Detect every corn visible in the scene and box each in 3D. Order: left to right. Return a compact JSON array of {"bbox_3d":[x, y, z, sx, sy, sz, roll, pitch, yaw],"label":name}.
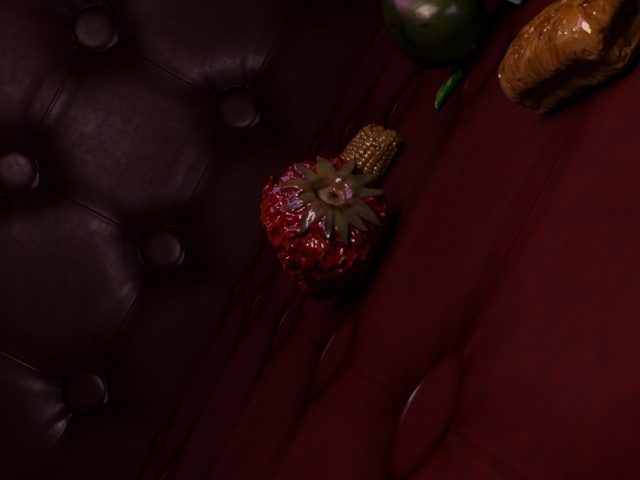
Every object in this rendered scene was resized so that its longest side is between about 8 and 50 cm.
[{"bbox_3d":[0.041,-0.090,1.876,0.293,0.106,0.106,-58,10,19],"label":"corn"}]

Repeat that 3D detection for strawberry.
[{"bbox_3d":[0.000,0.000,1.608,0.244,0.205,0.205,106,-176,-52],"label":"strawberry"}]

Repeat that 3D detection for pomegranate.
[{"bbox_3d":[0.210,-0.379,1.647,0.225,0.187,0.187,-28,19,13],"label":"pomegranate"}]

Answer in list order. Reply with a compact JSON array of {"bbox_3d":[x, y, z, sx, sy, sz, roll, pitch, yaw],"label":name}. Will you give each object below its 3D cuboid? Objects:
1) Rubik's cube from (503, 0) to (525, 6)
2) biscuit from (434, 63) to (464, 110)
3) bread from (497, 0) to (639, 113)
[{"bbox_3d":[0.266,-0.490,1.512,0.182,0.184,0.187,115,180,-53],"label":"Rubik's cube"},{"bbox_3d":[0.211,-0.256,1.698,0.089,0.016,0.046,-56,10,29],"label":"biscuit"},{"bbox_3d":[0.263,-0.206,1.074,0.114,0.083,0.211,-60,10,-15],"label":"bread"}]
